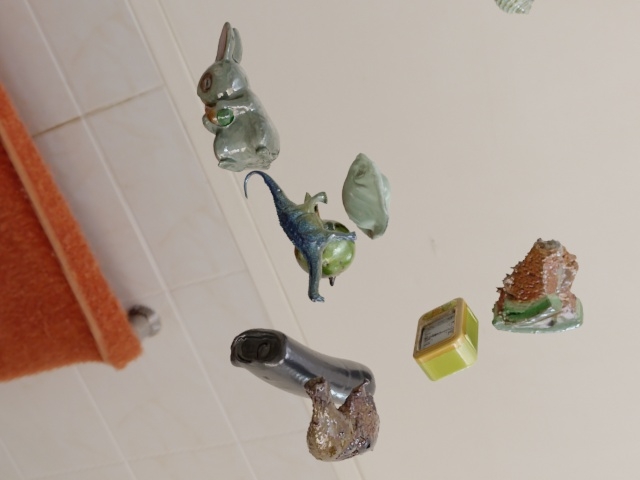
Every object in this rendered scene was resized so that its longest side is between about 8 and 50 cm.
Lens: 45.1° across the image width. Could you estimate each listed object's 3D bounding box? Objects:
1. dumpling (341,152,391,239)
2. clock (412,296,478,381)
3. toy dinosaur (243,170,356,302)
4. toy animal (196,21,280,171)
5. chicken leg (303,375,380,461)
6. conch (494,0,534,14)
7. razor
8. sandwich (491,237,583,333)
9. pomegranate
[{"bbox_3d":[0.127,-0.105,1.861,0.152,0.219,0.108,18,-142,34],"label":"dumpling"},{"bbox_3d":[0.308,0.239,1.891,0.143,0.096,0.202,-27,-161,23],"label":"clock"},{"bbox_3d":[-0.028,-0.028,1.574,0.147,0.077,0.363,-16,-124,-24],"label":"toy dinosaur"},{"bbox_3d":[-0.143,-0.221,1.246,0.108,0.237,0.138,-24,163,13],"label":"toy animal"},{"bbox_3d":[0.045,0.361,1.542,0.082,0.178,0.322,16,178,33],"label":"chicken leg"},{"bbox_3d":[0.416,-0.551,1.632,0.102,0.154,0.135,-1,180,17],"label":"conch"},{"bbox_3d":[-0.039,0.304,1.799,0.204,0.349,0.114,-6,-116,45],"label":"razor"},{"bbox_3d":[0.598,0.135,2.066,0.250,0.301,0.162,3,-150,6],"label":"sandwich"},{"bbox_3d":[-0.013,-0.001,1.816,0.156,0.220,0.156,-43,-161,19],"label":"pomegranate"}]
